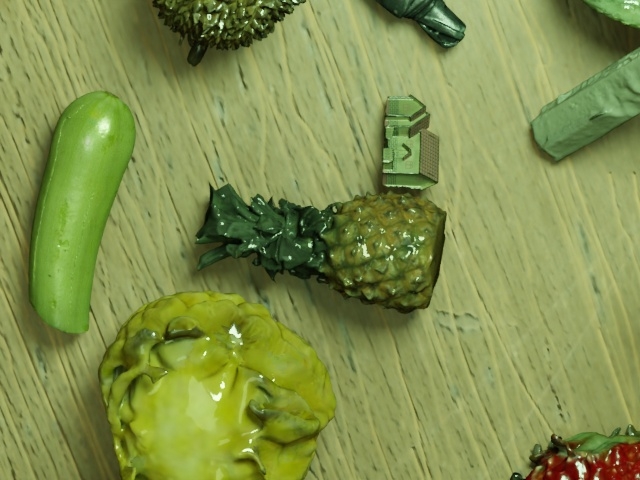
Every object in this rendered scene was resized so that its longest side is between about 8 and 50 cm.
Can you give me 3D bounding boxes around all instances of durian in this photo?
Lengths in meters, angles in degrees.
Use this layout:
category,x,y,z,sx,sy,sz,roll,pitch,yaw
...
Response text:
category,x,y,z,sx,sy,sz,roll,pitch,yaw
durian,-0.088,-0.252,1.856,0.167,0.196,0.196,32,97,11

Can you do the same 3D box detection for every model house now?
category,x,y,z,sx,sy,sz,roll,pitch,yaw
model house,0.093,-0.099,1.941,0.058,0.057,0.083,3,54,3

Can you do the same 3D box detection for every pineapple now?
category,x,y,z,sx,sy,sz,roll,pitch,yaw
pineapple,0.000,-0.001,1.932,0.248,0.128,0.128,8,98,5

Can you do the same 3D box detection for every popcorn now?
category,x,y,z,sx,sy,sz,roll,pitch,yaw
popcorn,-0.103,0.170,1.917,0.250,0.190,0.250,-1,103,-5

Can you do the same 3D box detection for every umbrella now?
category,x,y,z,sx,sy,sz,roll,pitch,yaw
umbrella,0.059,-0.284,1.916,0.235,0.059,0.066,43,113,-5

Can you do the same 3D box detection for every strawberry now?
category,x,y,z,sx,sy,sz,roll,pitch,yaw
strawberry,0.315,0.326,1.962,0.253,0.150,0.280,8,96,-3

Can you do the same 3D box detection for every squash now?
category,x,y,z,sx,sy,sz,roll,pitch,yaw
squash,-0.246,-0.031,1.940,0.083,0.083,0.250,14,100,-2

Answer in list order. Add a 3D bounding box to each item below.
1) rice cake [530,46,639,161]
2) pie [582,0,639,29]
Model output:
category,x,y,z,sx,sy,sz,roll,pitch,yaw
rice cake,0.293,-0.145,1.859,0.052,0.256,0.057,1,72,-30
pie,0.320,-0.255,1.870,0.187,0.187,0.041,6,122,-1
